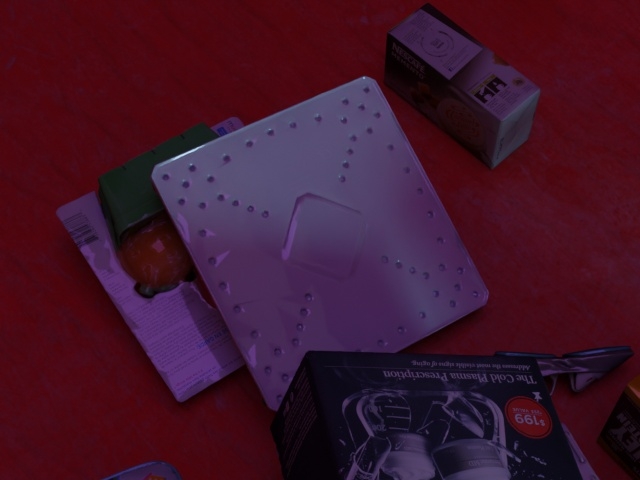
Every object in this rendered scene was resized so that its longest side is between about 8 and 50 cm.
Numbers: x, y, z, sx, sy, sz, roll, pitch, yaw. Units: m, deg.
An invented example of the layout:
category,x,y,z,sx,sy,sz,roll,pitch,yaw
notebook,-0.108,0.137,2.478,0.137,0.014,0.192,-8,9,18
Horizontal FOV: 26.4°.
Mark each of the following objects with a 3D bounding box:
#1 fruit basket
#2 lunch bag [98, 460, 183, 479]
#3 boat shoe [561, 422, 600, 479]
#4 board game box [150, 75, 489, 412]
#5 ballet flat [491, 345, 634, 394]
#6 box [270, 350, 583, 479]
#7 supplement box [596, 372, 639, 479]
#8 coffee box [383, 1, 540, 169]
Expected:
category,x,y,z,sx,sy,sz,roll,pitch,yaw
fruit basket,-0.167,0.021,2.038,0.327,0.165,0.353,-31,80,-18
lunch bag,-0.247,0.440,1.781,0.224,0.108,0.279,-22,60,-8
boat shoe,0.373,0.366,1.857,0.088,0.096,0.267,-26,57,-16
board game box,0.000,0.000,1.985,0.390,0.050,0.390,-26,86,-24
ballet flat,0.351,0.191,1.984,0.213,0.072,0.068,-2,86,-2
box,0.145,0.317,1.744,0.343,0.179,0.312,3,47,-22
supplement box,0.509,0.231,1.878,0.191,0.194,0.129,-35,67,-20
coffee box,0.223,-0.250,2.194,0.098,0.141,0.246,-40,68,-22
